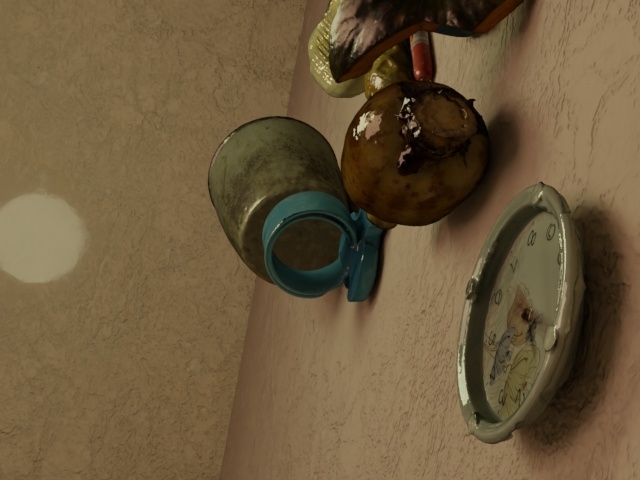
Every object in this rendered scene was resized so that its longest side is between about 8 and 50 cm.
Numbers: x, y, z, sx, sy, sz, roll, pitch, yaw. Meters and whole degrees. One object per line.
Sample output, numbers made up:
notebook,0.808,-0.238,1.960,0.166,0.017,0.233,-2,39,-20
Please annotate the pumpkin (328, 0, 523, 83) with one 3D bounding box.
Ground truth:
pumpkin,0.138,-0.342,1.076,0.095,0.259,0.290,16,-99,-62

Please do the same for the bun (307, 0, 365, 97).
bun,0.075,-0.392,1.740,0.229,0.145,0.229,-5,83,46

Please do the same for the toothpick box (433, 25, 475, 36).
toothpick box,0.176,-0.375,1.176,0.120,0.120,0.184,-128,54,-77

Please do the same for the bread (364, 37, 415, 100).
bread,0.120,-0.322,1.516,0.098,0.087,0.269,115,163,-49

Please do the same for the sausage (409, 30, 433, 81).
sausage,0.163,-0.332,1.451,0.253,0.034,0.034,-88,13,-47

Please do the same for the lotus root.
lotus root,0.109,-0.100,1.085,0.314,0.170,0.141,122,171,-65

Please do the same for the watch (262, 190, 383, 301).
watch,0.000,0.000,1.516,0.211,0.193,0.210,-171,90,-79

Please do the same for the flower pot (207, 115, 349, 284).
flower pot,-0.072,-0.066,1.814,0.330,0.294,0.293,-114,36,-61

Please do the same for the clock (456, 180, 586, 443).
clock,0.186,0.067,0.788,0.236,0.053,0.236,-166,90,-80
